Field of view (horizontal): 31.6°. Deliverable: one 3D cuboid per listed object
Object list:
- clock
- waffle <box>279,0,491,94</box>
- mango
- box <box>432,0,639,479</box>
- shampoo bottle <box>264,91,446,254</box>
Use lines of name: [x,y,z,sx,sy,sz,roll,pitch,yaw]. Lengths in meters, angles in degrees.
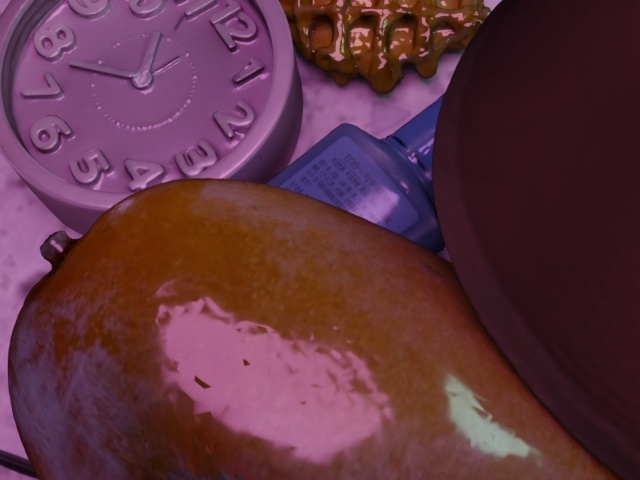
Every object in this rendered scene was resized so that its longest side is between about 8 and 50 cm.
clock: [-0.111,-0.098,0.725,0.197,0.068,0.196,-1,70,3]
waffle: [0.032,-0.193,0.759,0.149,0.051,0.194,-30,71,-5]
mango: [0.025,0.114,0.550,0.384,0.199,0.221,34,103,-12]
box: [0.223,-0.042,0.493,0.301,0.216,0.300,17,58,-29]
shampoo bottle: [0.000,0.000,0.685,0.258,0.061,0.104,-37,72,-9]
